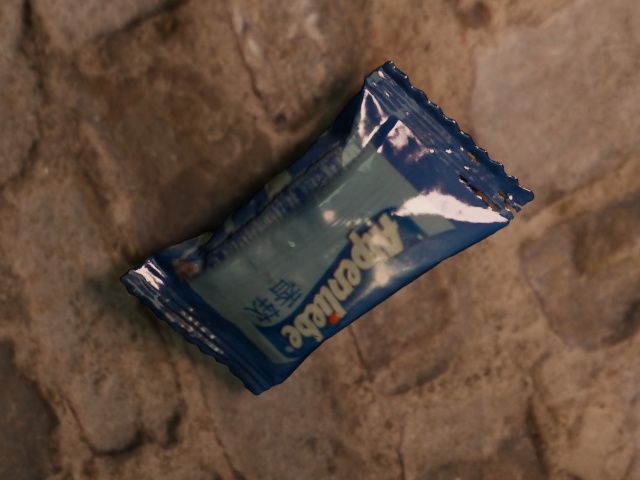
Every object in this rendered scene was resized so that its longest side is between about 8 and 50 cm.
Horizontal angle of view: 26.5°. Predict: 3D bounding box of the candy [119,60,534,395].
[{"bbox_3d":[0.000,0.000,1.174,0.331,0.077,0.187,-37,112,25],"label":"candy"}]
